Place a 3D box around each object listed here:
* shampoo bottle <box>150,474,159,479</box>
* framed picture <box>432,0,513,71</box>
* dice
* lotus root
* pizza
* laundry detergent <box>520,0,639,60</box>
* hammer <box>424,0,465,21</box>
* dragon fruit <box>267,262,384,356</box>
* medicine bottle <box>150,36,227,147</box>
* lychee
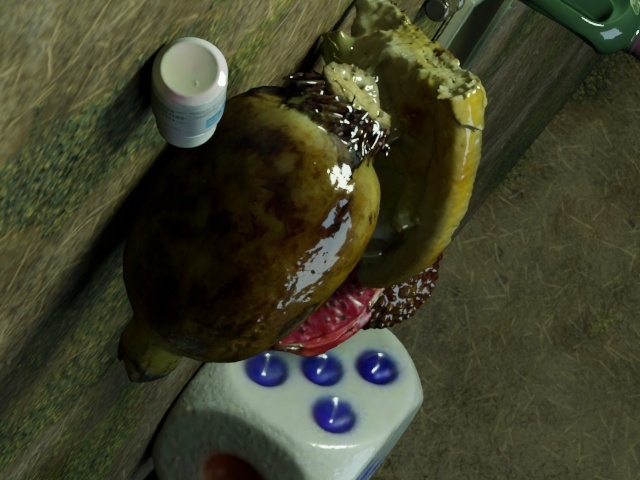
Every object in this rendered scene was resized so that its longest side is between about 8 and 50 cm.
[{"bbox_3d":[-0.248,0.398,2.544,0.314,0.076,0.118,-46,173,-35],"label":"shampoo bottle"},{"bbox_3d":[0.135,-0.185,2.326,0.335,0.022,0.247,-57,171,30],"label":"framed picture"},{"bbox_3d":[-0.041,0.230,2.409,0.251,0.243,0.259,-44,166,-43],"label":"dice"},{"bbox_3d":[-0.059,-0.006,1.518,0.314,0.169,0.141,-53,158,10],"label":"lotus root"},{"bbox_3d":[0.049,-0.089,1.711,0.089,0.223,0.323,-18,157,-23],"label":"pizza"},{"bbox_3d":[0.296,-0.264,2.174,0.078,0.221,0.144,-55,171,28],"label":"laundry detergent"},{"bbox_3d":[0.190,-0.345,1.947,0.292,0.029,0.058,-59,172,29],"label":"hammer"},{"bbox_3d":[0.000,0.000,1.925,0.262,0.134,0.211,-62,-167,0],"label":"dragon fruit"},{"bbox_3d":[-0.091,-0.100,1.335,0.052,0.052,0.089,-49,172,-18],"label":"medicine bottle"},{"bbox_3d":[0.059,0.010,2.220,0.188,0.188,0.188,-50,172,-10],"label":"lychee"}]
